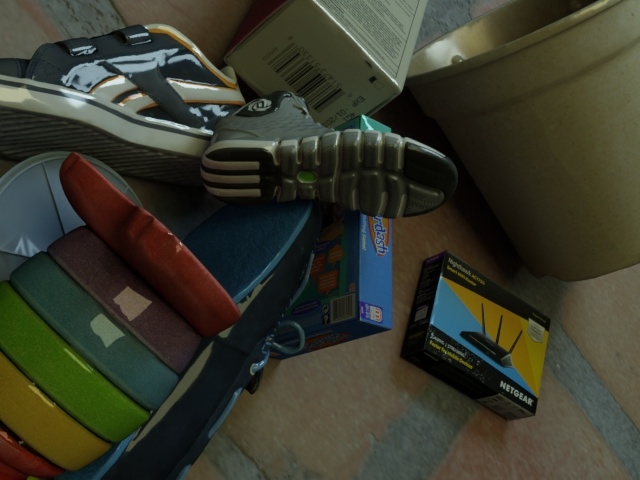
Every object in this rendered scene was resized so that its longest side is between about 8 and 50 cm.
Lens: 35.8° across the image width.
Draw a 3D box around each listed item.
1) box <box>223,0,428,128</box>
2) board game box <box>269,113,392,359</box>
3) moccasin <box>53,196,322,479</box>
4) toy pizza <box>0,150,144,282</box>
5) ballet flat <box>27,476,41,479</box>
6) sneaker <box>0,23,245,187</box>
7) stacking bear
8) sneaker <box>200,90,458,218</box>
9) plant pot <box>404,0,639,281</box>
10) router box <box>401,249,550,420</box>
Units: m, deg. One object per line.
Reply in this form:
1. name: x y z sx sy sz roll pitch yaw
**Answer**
1. box: 0.014 -0.238 1.073 0.148 0.127 0.232 42 38 -20
2. board game box: 0.000 0.000 0.983 0.047 0.160 0.210 19 63 -38
3. moccasin: -0.109 0.096 0.901 0.342 0.137 0.117 -51 133 -20
4. toy pizza: -0.224 0.023 0.868 0.201 0.032 0.201 5 84 -51
5. ballet flat: -0.199 0.284 0.778 0.077 0.077 0.231 -19 85 -39
6. sneaker: -0.201 -0.134 0.907 0.321 0.126 0.128 9 72 -47
7. stacking bear: -0.213 0.106 0.743 0.289 0.175 0.164 -46 136 -10
8. sneaker: 0.008 -0.093 0.907 0.228 0.086 0.132 5 38 -5
9. plant pot: 0.299 -0.133 1.189 0.334 0.333 0.306 -39 109 -40
10. router box: 0.185 0.112 1.159 0.179 0.046 0.133 32 56 -24
